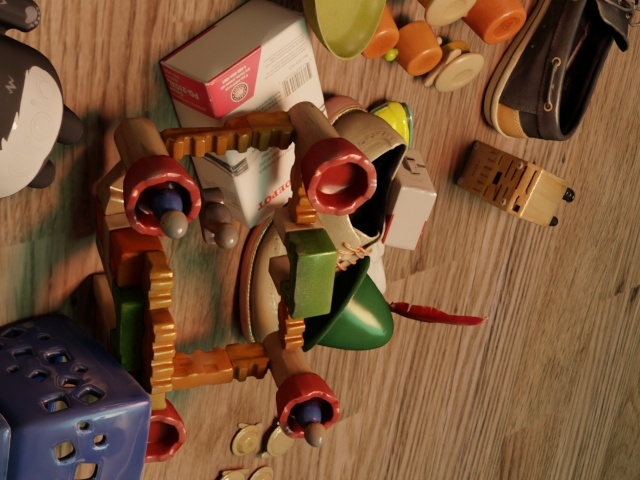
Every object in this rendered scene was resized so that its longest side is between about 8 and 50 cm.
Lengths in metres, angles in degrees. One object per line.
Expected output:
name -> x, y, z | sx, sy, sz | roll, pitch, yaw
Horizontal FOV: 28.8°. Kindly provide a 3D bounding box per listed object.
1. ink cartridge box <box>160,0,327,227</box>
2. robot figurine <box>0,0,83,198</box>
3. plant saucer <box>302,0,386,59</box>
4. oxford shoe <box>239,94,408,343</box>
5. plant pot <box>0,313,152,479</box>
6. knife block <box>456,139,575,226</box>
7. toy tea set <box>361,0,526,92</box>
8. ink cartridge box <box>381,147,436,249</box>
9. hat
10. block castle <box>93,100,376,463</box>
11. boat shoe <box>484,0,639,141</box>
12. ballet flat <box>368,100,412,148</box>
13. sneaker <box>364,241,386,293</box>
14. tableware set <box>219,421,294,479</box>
ink cartridge box -> -0.086, -0.163, 1.613 | 0.172, 0.100, 0.237 | -39, 137, -26
robot figurine -> -0.372, -0.141, 1.241 | 0.278, 0.173, 0.209 | 21, 66, -53
plant saucer -> 0.030, -0.350, 1.575 | 0.241, 0.037, 0.241 | 10, 90, -66
oxford shoe -> 0.000, 0.000, 1.775 | 0.140, 0.146, 0.397 | -1, 118, -48
plant pot -> -0.355, 0.245, 1.465 | 0.212, 0.236, 0.236 | -7, 118, -39
knife block -> 0.365, -0.075, 2.092 | 0.242, 0.275, 0.088 | 21, 97, -23
toy tea set -> 0.156, -0.336, 1.808 | 0.200, 0.124, 0.336 | -42, 154, 25
ink cartridge box -> 0.117, -0.065, 1.816 | 0.056, 0.135, 0.099 | 10, 119, -14
hat -> 0.091, 0.138, 1.821 | 0.183, 0.208, 0.173 | 35, 75, -9
block castle -> -0.111, 0.069, 1.537 | 0.303, 0.213, 0.453 | -6, 129, -18
boat shoe -> 0.451, -0.381, 2.057 | 0.187, 0.156, 0.500 | 31, 88, -51
ballet flat -> 0.104, -0.107, 1.908 | 0.077, 0.077, 0.231 | -19, 127, -15
sneaker -> 0.044, 0.023, 1.916 | 0.094, 0.080, 0.212 | -26, 132, -17
tableware set -> -0.107, 0.355, 1.993 | 0.141, 0.020, 0.169 | 13, 104, -50
